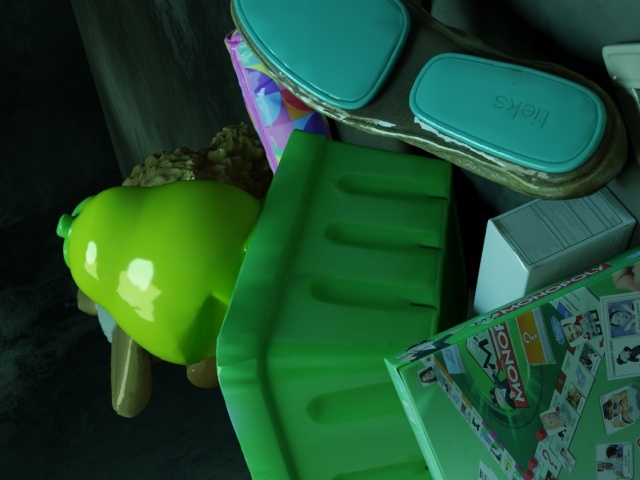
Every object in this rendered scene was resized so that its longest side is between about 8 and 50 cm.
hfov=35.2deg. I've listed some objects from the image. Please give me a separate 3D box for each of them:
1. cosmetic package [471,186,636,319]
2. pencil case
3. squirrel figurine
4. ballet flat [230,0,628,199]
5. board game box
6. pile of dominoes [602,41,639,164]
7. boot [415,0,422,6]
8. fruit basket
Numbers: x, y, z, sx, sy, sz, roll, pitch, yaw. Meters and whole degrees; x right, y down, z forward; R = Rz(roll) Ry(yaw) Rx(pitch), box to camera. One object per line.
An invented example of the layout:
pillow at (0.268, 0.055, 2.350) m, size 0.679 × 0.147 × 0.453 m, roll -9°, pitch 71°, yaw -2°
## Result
cosmetic package at (0.181, 0.054, 0.838) m, size 0.239 × 0.099 × 0.060 m, roll 88°, pitch 156°, yaw -53°
pencil case at (-0.045, -0.165, 1.275) m, size 0.104 × 0.104 × 0.236 m, roll 32°, pitch 142°, yaw 65°
squirrel figurine at (-0.129, 0.034, 1.496) m, size 0.281 × 0.370 × 0.397 m, roll 46°, pitch 127°, yaw 53°
ballet flat at (0.079, -0.118, 0.777) m, size 0.342 × 0.116 × 0.124 m, roll 27°, pitch 176°, yaw 27°
board game box at (0.204, 0.189, 0.729) m, size 0.046 × 0.213 × 0.317 m, roll -159°, pitch 47°, yaw -82°
pile of dominoes at (0.265, -0.030, 0.583) m, size 0.251 × 0.040 × 0.196 m, roll -140°, pitch 27°, yaw -75°
boot at (-0.039, -0.339, 0.892) m, size 0.348 × 0.131 × 0.260 m, roll 36°, pitch -142°, yaw -41°
fruit basket at (-0.053, 0.065, 0.962) m, size 0.392 × 0.392 × 0.283 m, roll 46°, pitch 156°, yaw 52°
